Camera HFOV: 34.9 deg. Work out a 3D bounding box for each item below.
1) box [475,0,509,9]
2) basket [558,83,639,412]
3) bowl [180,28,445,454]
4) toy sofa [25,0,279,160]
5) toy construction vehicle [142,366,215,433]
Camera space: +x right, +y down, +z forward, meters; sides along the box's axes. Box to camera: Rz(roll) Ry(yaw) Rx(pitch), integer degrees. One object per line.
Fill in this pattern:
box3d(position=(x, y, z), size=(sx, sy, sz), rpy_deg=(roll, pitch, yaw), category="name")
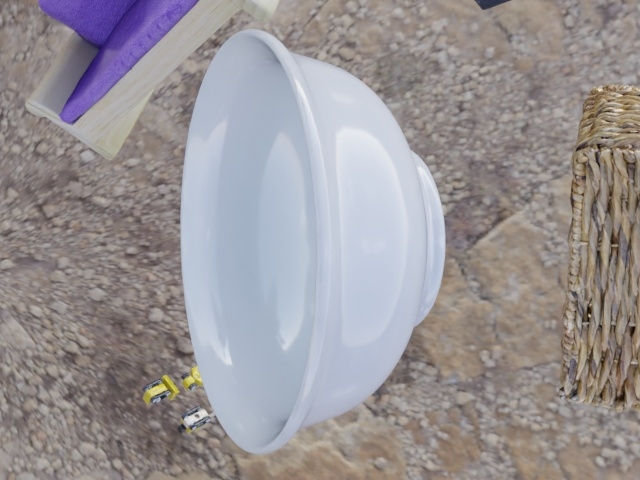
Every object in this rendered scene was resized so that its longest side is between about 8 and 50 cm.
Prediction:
box3d(position=(0.169, -0.296, 0.856), size=(0.156, 0.158, 0.093), rpy_deg=(35, 52, -43), category="box")
box3d(position=(0.367, 0.006, 1.060), size=(0.213, 0.223, 0.299), rpy_deg=(5, 115, 15), category="basket")
box3d(position=(0.000, 0.000, 0.746), size=(0.134, 0.298, 0.298), rpy_deg=(-1, 89, -23), category="bowl")
box3d(position=(-0.189, -0.248, 1.067), size=(0.177, 0.362, 0.150), rpy_deg=(36, 52, -22), category="toy sofa")
box3d(position=(-0.179, 0.214, 1.350), size=(0.086, 0.035, 0.098), rpy_deg=(47, 43, 18), category="toy construction vehicle")
